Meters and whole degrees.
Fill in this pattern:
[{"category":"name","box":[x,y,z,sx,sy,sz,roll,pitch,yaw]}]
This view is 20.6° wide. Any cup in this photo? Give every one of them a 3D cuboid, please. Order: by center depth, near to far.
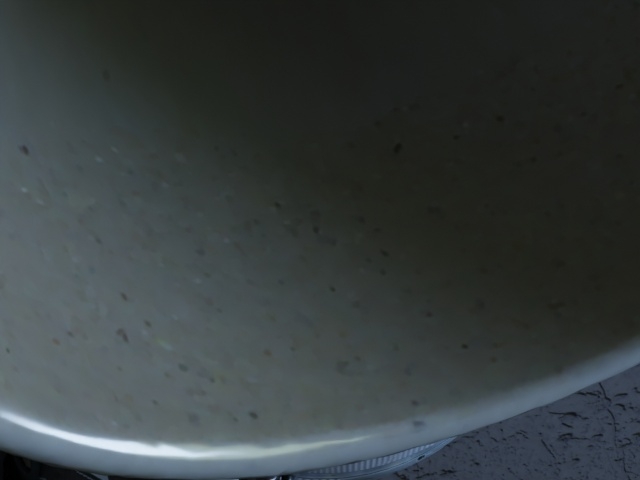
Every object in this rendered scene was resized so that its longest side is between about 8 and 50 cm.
[{"category":"cup","box":[0.015,-0.146,0.353,0.331,0.331,0.237,84,-21,-55]}]

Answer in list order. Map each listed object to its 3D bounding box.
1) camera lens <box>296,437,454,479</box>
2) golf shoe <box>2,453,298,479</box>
[{"category":"camera lens","box":[0.000,0.000,0.851,0.274,0.219,0.219,87,-4,-75]},{"category":"golf shoe","box":[-0.043,0.083,0.482,0.094,0.077,0.198,-53,-143,33]}]
